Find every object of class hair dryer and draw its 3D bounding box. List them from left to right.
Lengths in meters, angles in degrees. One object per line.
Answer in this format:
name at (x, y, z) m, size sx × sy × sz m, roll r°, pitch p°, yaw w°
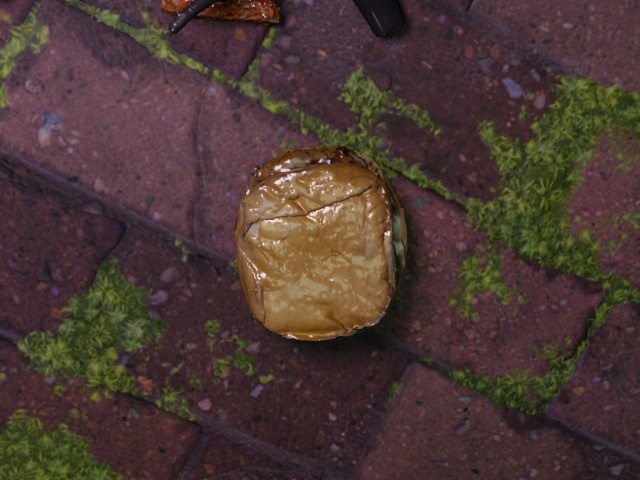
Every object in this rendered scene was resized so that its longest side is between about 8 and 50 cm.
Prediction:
hair dryer at (-0.057, -0.351, 1.569) m, size 0.359 × 0.120 × 0.303 m, roll -39°, pitch 121°, yaw -19°

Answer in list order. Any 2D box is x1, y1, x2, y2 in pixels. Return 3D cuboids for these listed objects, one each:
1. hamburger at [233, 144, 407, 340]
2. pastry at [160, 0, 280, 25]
hamburger at (0.001, 0.001, 1.699) m, size 0.259 × 0.144 × 0.283 m, roll 2°, pitch 109°, yaw -5°
pastry at (-0.138, -0.341, 1.615) m, size 0.169 × 0.087 × 0.063 m, roll 4°, pitch 91°, yaw -10°
